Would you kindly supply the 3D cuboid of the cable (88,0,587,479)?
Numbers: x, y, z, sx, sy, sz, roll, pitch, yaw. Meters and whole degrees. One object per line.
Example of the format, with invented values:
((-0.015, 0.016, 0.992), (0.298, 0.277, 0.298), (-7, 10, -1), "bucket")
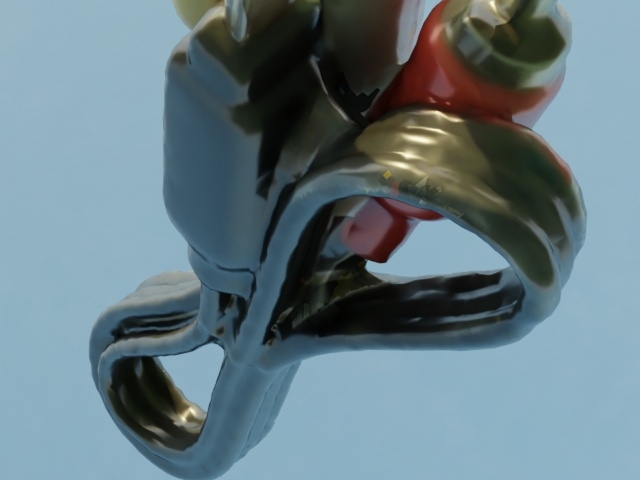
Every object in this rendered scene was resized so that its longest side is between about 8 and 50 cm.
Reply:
((0.000, 0.000, 0.419), (0.139, 0.287, 0.072), (39, -118, 15), "cable")
